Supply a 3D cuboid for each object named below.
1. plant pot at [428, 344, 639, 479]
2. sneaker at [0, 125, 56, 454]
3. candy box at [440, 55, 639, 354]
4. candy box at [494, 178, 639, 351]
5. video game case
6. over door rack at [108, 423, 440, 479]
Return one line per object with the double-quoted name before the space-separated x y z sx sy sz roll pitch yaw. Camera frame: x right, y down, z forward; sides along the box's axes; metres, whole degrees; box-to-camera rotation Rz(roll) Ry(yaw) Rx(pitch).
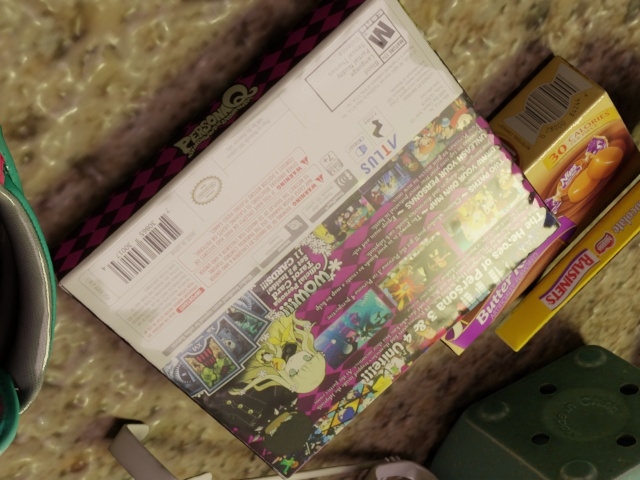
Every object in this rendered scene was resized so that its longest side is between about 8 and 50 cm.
"plant pot" 0.224 0.238 1.025 0.247 0.248 0.252 -24 121 -22
"sneaker" -0.203 0.052 0.509 0.124 0.178 0.295 7 121 -45
"candy box" 0.122 -0.020 0.830 0.186 0.053 0.109 -46 143 1
"candy box" 0.210 -0.010 0.878 0.206 0.027 0.105 -49 172 25
"video game case" 0.000 0.000 0.709 0.232 0.042 0.210 -43 126 0
"over door rack" -0.059 0.264 0.897 0.324 0.108 0.239 17 113 -48
